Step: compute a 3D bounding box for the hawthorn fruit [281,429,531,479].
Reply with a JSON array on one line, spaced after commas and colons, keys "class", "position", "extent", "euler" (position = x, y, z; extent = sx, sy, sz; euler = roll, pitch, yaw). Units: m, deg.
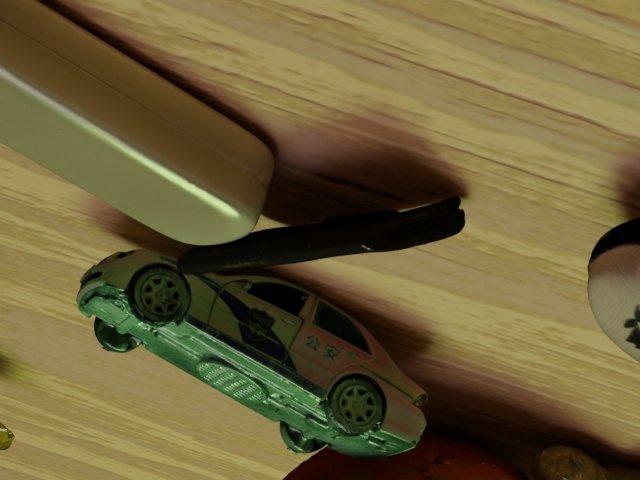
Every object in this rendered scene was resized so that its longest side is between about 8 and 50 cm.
[{"class": "hawthorn fruit", "position": [0.065, 0.251, 1.163], "extent": [0.276, 0.276, 0.307], "euler": [20, -168, -2]}]

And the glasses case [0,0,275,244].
[{"class": "glasses case", "position": [-0.113, -0.061, 0.817], "extent": [0.196, 0.050, 0.083], "euler": [32, 156, -27]}]

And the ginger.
[{"class": "ginger", "position": [0.251, 0.183, 1.088], "extent": [0.176, 0.053, 0.193], "euler": [-12, 140, 44]}]

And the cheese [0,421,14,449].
[{"class": "cheese", "position": [-0.356, 0.096, 1.342], "extent": [0.250, 0.064, 0.156], "euler": [32, 155, -5]}]

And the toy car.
[{"class": "toy car", "position": [-0.039, 0.063, 1.005], "extent": [0.224, 0.076, 0.090], "euler": [30, 157, -13]}]

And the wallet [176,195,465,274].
[{"class": "wallet", "position": [0.000, 0.000, 0.852], "extent": [0.082, 0.018, 0.156], "euler": [-18, -173, -40]}]

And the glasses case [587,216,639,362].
[{"class": "glasses case", "position": [0.266, 0.035, 0.708], "extent": [0.314, 0.075, 0.122], "euler": [4, 156, 32]}]
